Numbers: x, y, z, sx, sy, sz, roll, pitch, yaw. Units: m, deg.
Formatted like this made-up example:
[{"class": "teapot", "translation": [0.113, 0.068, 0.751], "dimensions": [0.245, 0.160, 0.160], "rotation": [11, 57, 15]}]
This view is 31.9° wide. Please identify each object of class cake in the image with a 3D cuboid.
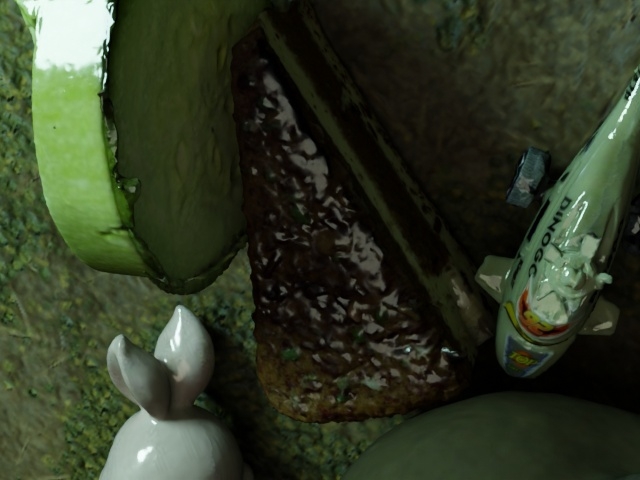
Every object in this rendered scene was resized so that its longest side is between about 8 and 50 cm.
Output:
[{"class": "cake", "translation": [-0.010, -0.007, 0.683], "dimensions": [0.135, 0.112, 0.246], "rotation": [-28, 102, 28]}]

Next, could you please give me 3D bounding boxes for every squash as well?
[{"class": "squash", "translation": [-0.111, -0.080, 0.623], "dimensions": [0.133, 0.220, 0.220], "rotation": [0, 112, 13]}]

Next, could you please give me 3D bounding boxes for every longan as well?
[{"class": "longan", "translation": [0.133, 0.204, 0.645], "dimensions": [0.300, 0.300, 0.243], "rotation": [-36, 57, 26]}]

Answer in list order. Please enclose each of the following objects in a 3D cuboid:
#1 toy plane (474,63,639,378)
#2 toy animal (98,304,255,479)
[{"class": "toy plane", "translation": [0.163, -0.047, 0.624], "dimensions": [0.092, 0.108, 0.286], "rotation": [24, 104, 5]}, {"class": "toy animal", "translation": [-0.104, 0.157, 0.792], "dimensions": [0.124, 0.124, 0.213], "rotation": [-16, 86, 22]}]
